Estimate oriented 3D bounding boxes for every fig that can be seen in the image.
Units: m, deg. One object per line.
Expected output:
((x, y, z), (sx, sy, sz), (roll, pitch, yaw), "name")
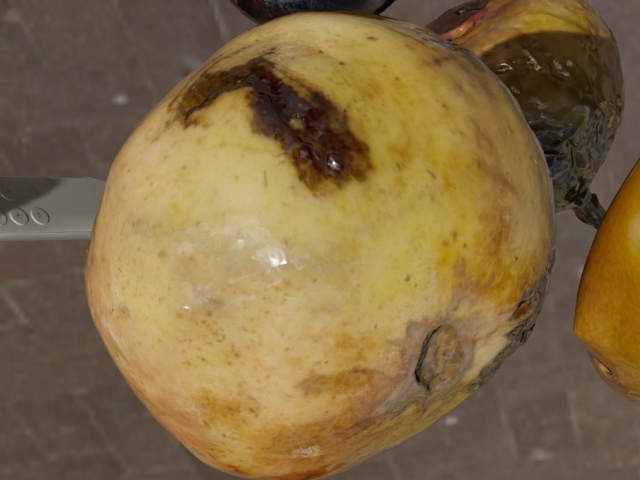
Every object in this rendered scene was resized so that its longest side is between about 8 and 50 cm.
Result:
((0.248, -0.100, 1.961), (0.286, 0.286, 0.368), (-30, 107, 32), "fig")

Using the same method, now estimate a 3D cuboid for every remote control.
((-0.313, -0.036, 1.982), (0.245, 0.077, 0.022), (-2, 150, -48), "remote control")

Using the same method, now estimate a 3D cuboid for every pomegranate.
((0.000, 0.000, 1.156), (0.322, 0.322, 0.322), (-5, 147, -3), "pomegranate")

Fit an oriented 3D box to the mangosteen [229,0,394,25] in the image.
((0.006, -0.298, 1.631), (0.216, 0.216, 0.216), (-5, 147, -3), "mangosteen")

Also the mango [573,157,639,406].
((0.249, 0.021, 1.014), (0.201, 0.152, 0.287), (-8, 141, -12), "mango")
